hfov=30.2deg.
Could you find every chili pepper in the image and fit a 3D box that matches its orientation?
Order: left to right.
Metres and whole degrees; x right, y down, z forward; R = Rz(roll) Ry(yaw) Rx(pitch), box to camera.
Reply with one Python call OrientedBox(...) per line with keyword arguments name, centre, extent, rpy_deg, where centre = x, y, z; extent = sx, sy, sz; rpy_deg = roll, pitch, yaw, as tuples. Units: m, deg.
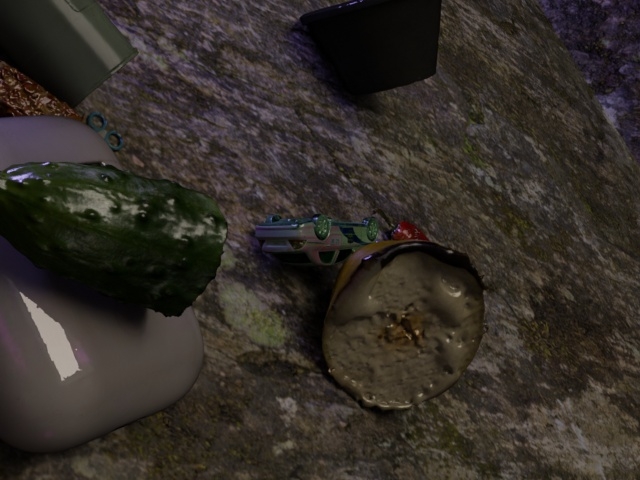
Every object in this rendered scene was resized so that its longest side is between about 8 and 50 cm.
OrientedBox(name="chili pepper", centre=(0.174, 0.028, 1.976), extent=(0.268, 0.050, 0.059), rpy_deg=(45, 17, -23))

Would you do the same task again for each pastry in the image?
OrientedBox(name="pastry", centre=(-0.341, -0.160, 1.358), extent=(0.169, 0.087, 0.063), rpy_deg=(39, 79, -33))

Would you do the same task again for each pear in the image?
OrientedBox(name="pear", centre=(0.095, 0.091, 1.687), extent=(0.267, 0.267, 0.178), rpy_deg=(37, 8, -32))

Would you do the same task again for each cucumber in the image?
OrientedBox(name="cucumber", centre=(-0.212, -0.018, 1.100), extent=(0.244, 0.134, 0.134), rpy_deg=(23, 45, -40))

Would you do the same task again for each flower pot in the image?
OrientedBox(name="flower pot", centre=(0.109, -0.349, 2.073), extent=(0.269, 0.269, 0.166), rpy_deg=(-28, 106, -60))

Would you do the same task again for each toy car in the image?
OrientedBox(name="toy car", centre=(0.000, 0.000, 1.707), extent=(0.224, 0.090, 0.076), rpy_deg=(2, 88, -56))

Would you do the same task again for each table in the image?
OrientedBox(name="table", centre=(-0.336, -0.271, 1.424), extent=(0.220, 0.126, 0.126), rpy_deg=(49, 31, -12))

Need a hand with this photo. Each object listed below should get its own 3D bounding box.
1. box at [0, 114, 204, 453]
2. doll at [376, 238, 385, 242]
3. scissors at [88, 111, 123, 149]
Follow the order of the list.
OrientedBox(name="box", centre=(-0.276, 0.034, 1.213), extent=(0.289, 0.141, 0.349), rpy_deg=(-16, 76, -57))
OrientedBox(name="doll", centre=(0.107, 0.067, 1.826), extent=(0.094, 0.079, 0.180), rpy_deg=(-20, 84, -27))
OrientedBox(name="scissors", centre=(-0.282, -0.121, 1.475), extent=(0.058, 0.014, 0.119), rpy_deg=(49, 27, -13))
